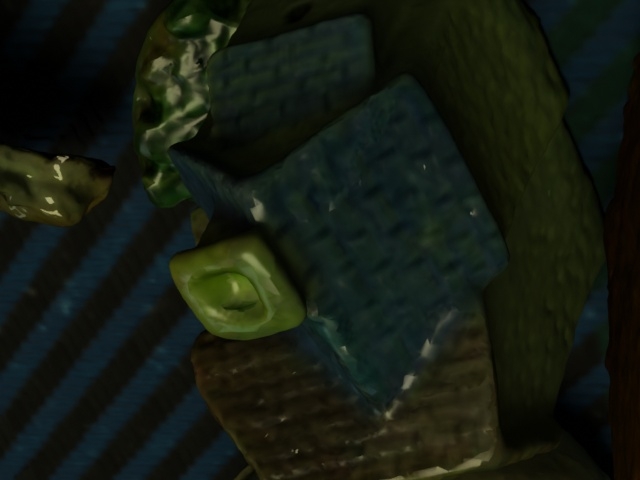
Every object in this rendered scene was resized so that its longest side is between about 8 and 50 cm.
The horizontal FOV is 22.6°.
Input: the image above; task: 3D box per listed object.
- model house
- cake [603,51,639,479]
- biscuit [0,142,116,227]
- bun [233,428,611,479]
[{"bbox_3d":[0.000,0.000,0.654,0.195,0.189,0.214,-12,126,22],"label":"model house"},{"bbox_3d":[0.256,0.026,0.605,0.292,0.199,0.196,3,124,8],"label":"cake"},{"bbox_3d":[-0.239,-0.053,0.692,0.273,0.036,0.187,14,180,-33],"label":"biscuit"},{"bbox_3d":[0.042,0.167,0.819,0.229,0.145,0.229,-10,125,-15],"label":"bun"}]
